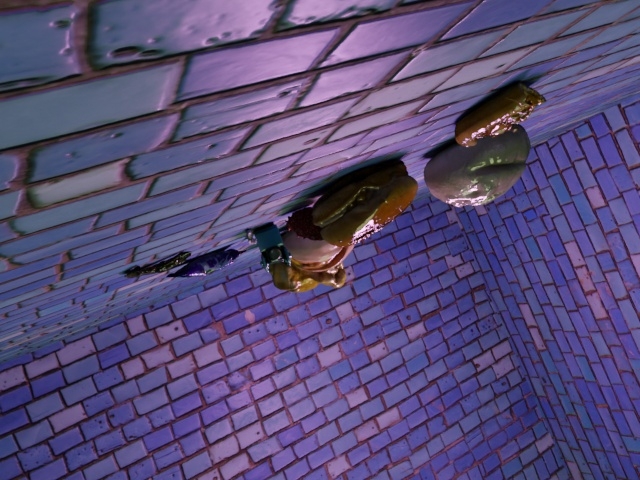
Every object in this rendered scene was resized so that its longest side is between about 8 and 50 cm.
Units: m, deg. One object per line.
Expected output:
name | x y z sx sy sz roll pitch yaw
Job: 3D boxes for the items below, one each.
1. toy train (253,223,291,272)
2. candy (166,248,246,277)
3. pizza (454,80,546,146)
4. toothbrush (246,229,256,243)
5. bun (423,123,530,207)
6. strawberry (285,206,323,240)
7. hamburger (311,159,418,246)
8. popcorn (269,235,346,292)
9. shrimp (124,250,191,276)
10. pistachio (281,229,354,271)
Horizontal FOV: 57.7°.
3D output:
toy train | -0.165 0.027 1.984 0.107 0.154 0.198 -19 176 -5
candy | -0.408 0.085 2.070 0.275 0.070 0.145 -23 -174 -34
pizza | 0.426 -0.294 1.402 0.182 0.073 0.365 -13 176 -13
toothbrush | -0.234 -0.011 1.973 0.030 0.025 0.307 5 174 -5
bun | 0.514 -0.229 1.878 0.365 0.219 0.365 -26 179 0
strawberry | -0.013 -0.057 1.830 0.167 0.086 0.208 -1 -168 -27
hamburger | 0.132 -0.111 1.696 0.305 0.174 0.284 -29 171 -43
popcorn | -0.063 0.086 2.541 0.334 0.292 0.293 -16 -173 19
shrimp | -0.475 0.073 1.679 0.195 0.035 0.148 -21 175 3
pistachio | 0.000 0.000 2.306 0.309 0.229 0.230 -20 177 8
